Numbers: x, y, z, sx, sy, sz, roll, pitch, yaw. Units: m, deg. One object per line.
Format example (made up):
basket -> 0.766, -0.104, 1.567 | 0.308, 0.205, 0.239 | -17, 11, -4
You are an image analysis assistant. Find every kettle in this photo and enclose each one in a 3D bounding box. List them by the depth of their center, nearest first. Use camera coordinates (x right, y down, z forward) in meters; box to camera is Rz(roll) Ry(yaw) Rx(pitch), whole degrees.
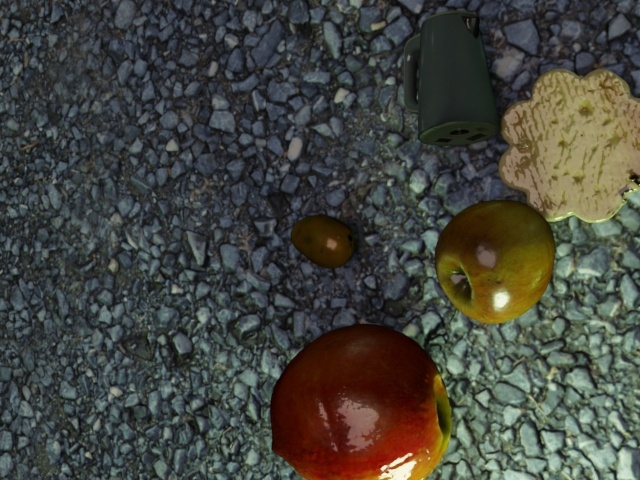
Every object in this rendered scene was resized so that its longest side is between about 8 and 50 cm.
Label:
kettle -> 0.250, -0.318, 1.749 | 0.210, 0.160, 0.243 | -20, 70, 54

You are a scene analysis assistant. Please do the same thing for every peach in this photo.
peach -> 0.075, 0.342, 1.746 | 0.373, 0.290, 0.372 | -2, 85, 20

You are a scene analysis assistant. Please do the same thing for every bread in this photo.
bread -> 0.491, -0.179, 1.661 | 0.316, 0.054, 0.316 | 1, 92, 27

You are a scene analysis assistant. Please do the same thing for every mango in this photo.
mango -> 0.004, -0.003, 1.896 | 0.163, 0.089, 0.111 | 35, 107, 31

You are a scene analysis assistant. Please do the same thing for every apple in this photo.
apple -> 0.340, 0.035, 1.661 | 0.237, 0.207, 0.237 | 43, 145, 40
